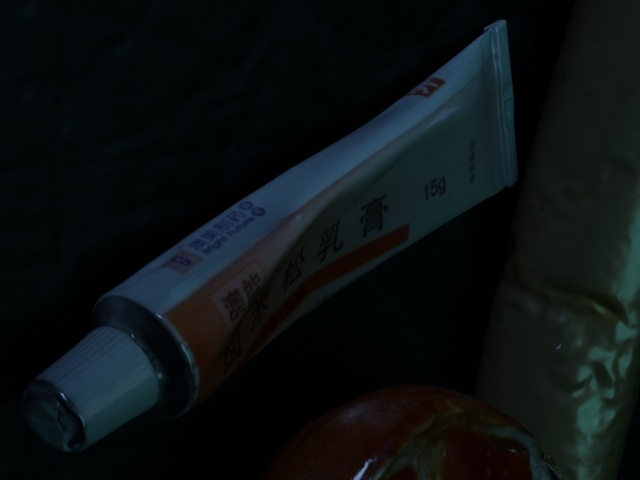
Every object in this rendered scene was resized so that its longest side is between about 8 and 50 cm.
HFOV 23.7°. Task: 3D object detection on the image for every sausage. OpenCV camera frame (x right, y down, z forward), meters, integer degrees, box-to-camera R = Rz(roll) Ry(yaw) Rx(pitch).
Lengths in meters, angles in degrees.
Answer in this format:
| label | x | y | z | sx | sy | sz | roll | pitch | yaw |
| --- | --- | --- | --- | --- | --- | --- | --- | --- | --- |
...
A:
| label | x | y | z | sx | sy | sz | roll | pitch | yaw |
| --- | --- | --- | --- | --- | --- | --- | --- | --- | --- |
| sausage | 0.101 | -0.010 | 0.539 | 0.065 | 0.065 | 0.301 | 6 | 99 | -50 |

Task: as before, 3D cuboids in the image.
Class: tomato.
| label | x | y | z | sx | sy | sz | roll | pitch | yaw |
| --- | --- | --- | --- | --- | --- | --- | --- | --- | --- |
| tomato | 0.012 | 0.116 | 0.483 | 0.155 | 0.069 | 0.156 | -18 | 116 | -41 |

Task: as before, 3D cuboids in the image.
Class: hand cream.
| label | x | y | z | sx | sy | sz | roll | pitch | yaw |
| --- | --- | --- | --- | --- | --- | --- | --- | --- | --- |
| hand cream | -0.001 | 0.000 | 0.453 | 0.216 | 0.038 | 0.052 | -35 | 157 | -40 |
